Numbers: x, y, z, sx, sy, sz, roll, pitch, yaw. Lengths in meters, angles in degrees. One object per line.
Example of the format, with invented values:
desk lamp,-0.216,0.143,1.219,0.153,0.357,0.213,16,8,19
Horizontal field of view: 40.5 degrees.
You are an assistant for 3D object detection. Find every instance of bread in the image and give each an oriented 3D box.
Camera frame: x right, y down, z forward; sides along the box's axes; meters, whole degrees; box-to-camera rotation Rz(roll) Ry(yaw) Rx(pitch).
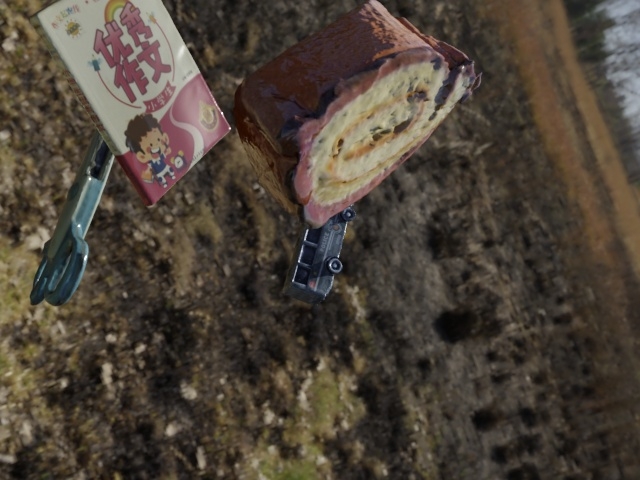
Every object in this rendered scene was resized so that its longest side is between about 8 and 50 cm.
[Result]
bread,0.031,-0.127,0.834,0.123,0.244,0.190,46,-23,28

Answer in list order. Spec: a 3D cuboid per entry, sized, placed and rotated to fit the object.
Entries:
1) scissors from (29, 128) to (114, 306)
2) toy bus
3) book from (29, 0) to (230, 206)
scissors,-0.316,-0.049,1.149,0.041,0.138,0.289,25,73,-33
toy bus,0.000,0.000,1.123,0.065,0.047,0.165,20,65,-11
book,-0.197,-0.176,0.951,0.162,0.022,0.231,-52,126,-41
